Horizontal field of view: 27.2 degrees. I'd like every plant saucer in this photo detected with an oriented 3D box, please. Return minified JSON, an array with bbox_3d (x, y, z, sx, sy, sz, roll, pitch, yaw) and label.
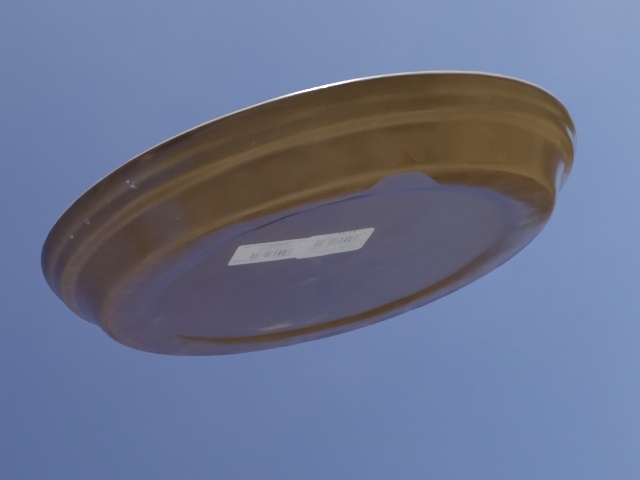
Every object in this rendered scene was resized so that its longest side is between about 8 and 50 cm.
[{"bbox_3d":[0.000,0.000,0.671,0.278,0.278,0.041,17,-127,-56],"label":"plant saucer"}]
